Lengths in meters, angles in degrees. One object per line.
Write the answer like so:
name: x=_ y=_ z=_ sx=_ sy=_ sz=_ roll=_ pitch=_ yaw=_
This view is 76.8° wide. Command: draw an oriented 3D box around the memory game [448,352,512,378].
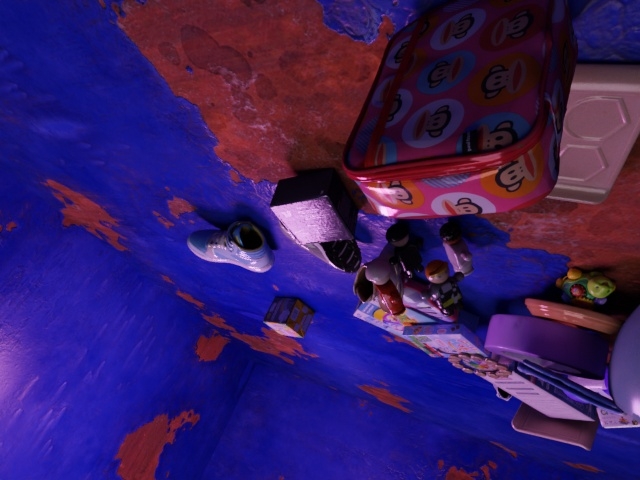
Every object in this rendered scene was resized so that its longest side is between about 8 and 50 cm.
memory game: x=0.485 y=0.385 z=1.234 sx=0.186 sy=0.012 sz=0.186 roll=17 pitch=152 yaw=9

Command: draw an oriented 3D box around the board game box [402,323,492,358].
board game box: x=0.381 y=0.307 z=1.224 sx=0.160 sy=0.039 sz=0.211 roll=38 pitch=147 yaw=-25

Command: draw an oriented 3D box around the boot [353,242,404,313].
boot: x=0.153 y=0.127 z=1.059 sx=0.077 sy=0.165 sz=0.214 roll=17 pitch=122 yaw=33

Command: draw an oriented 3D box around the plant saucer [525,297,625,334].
plant saucer: x=0.575 y=0.176 z=0.925 sx=0.199 sy=0.037 sz=0.200 roll=16 pitch=176 yaw=1

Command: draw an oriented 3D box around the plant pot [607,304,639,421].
plant pot: x=0.694 y=0.201 z=0.741 sx=0.290 sy=0.290 sz=0.196 roll=-5 pitch=102 yaw=45

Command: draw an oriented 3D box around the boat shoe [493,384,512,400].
boat shoe: x=0.691 y=0.555 z=1.523 sx=0.079 sy=0.081 sz=0.228 roll=12 pitch=149 yaw=24

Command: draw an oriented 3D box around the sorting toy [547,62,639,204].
sorting toy: x=0.392 y=-0.151 z=0.596 sx=0.306 sy=0.041 sz=0.229 roll=13 pitch=146 yaw=24

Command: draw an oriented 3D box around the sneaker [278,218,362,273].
sneaker: x=0.000 y=-0.001 z=1.140 sx=0.271 sy=0.100 sz=0.108 roll=35 pitch=161 yaw=-4

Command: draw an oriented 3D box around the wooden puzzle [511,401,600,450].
wooden puzzle: x=0.828 y=0.630 z=1.416 sx=0.238 sy=0.220 sz=0.045 roll=0 pitch=107 yaw=44

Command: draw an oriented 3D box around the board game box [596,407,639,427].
board game box: x=0.884 y=0.453 z=1.052 sx=0.305 sy=0.053 sz=0.192 roll=18 pitch=147 yaw=-38

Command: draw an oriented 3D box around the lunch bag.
lunch bag: x=0.152 y=-0.167 z=0.492 sx=0.258 sy=0.293 sz=0.120 roll=-2 pitch=147 yaw=41

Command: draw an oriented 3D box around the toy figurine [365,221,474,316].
toy figurine: x=0.228 y=0.056 z=0.913 sx=0.209 sy=0.213 sz=0.148 roll=-6 pitch=123 yaw=41

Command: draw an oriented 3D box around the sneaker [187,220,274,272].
sneaker: x=-0.312 y=-0.008 z=1.350 sx=0.318 sy=0.127 sz=0.208 roll=12 pitch=153 yaw=6

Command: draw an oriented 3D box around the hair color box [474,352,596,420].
hair color box: x=0.704 y=0.463 z=1.325 sx=0.347 sy=0.105 sz=0.174 roll=31 pitch=152 yaw=-11

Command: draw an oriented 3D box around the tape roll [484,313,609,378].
tape roll: x=0.579 y=0.276 z=1.049 sx=0.274 sy=0.090 sz=0.275 roll=18 pitch=167 yaw=4

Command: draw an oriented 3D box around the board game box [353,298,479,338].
board game box: x=0.298 y=0.248 z=1.324 sx=0.335 sy=0.079 sz=0.254 roll=24 pitch=153 yaw=4

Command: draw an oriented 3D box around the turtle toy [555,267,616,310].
turtle toy: x=0.568 y=0.106 z=0.857 sx=0.095 sy=0.066 sz=0.130 roll=20 pitch=152 yaw=11

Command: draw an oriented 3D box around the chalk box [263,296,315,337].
chalk box: x=-0.157 y=0.345 z=1.823 sx=0.212 sy=0.133 sz=0.132 roll=-5 pitch=140 yaw=47

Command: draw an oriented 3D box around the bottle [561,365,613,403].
bottle: x=0.828 y=0.403 z=1.128 sx=0.118 sy=0.092 sz=0.283 roll=27 pitch=153 yaw=-11

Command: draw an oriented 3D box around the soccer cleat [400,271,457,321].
soccer cleat: x=0.281 y=0.169 z=1.177 sx=0.247 sy=0.083 sz=0.095 roll=32 pitch=124 yaw=-2

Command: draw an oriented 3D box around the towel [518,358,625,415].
towel: x=0.598 y=0.351 z=0.949 sx=0.209 sy=0.034 sz=0.285 roll=23 pitch=177 yaw=42

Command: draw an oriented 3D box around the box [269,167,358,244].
box: x=-0.011 y=-0.076 z=0.975 sx=0.155 sy=0.093 sz=0.158 roll=-7 pitch=140 yaw=28
